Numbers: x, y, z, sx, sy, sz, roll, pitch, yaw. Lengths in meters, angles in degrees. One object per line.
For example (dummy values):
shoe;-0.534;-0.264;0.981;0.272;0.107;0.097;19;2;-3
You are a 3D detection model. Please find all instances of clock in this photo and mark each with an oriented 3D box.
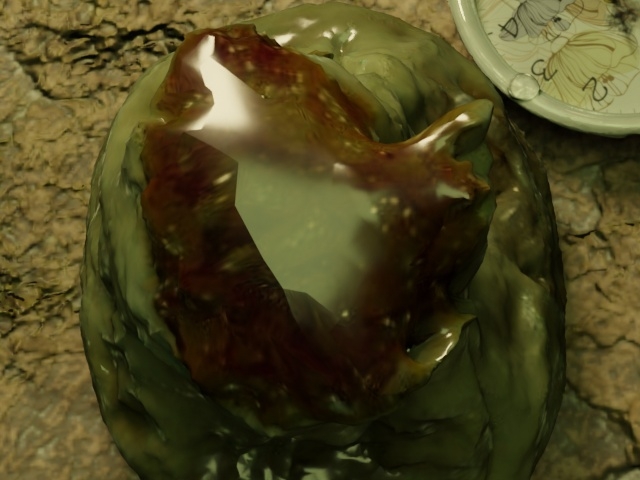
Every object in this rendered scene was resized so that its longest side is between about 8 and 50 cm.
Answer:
clock;0.206;-0.176;1.231;0.236;0.053;0.236;1;71;-2

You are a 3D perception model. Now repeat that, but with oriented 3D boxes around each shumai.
shumai;0.000;0.000;1.036;0.324;0.323;0.397;-4;73;0
